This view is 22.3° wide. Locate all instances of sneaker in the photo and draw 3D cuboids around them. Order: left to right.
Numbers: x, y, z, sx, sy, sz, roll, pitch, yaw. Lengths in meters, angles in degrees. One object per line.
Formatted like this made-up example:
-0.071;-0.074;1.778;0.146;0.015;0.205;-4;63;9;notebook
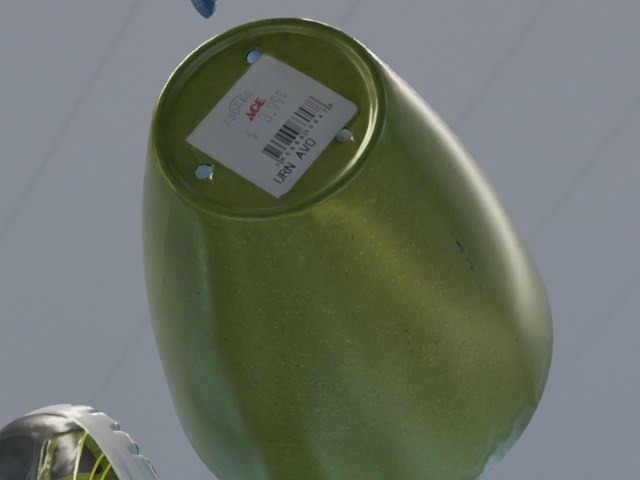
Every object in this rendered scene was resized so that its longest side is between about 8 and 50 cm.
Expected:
-0.047;0.058;0.312;0.035;0.083;0.031;-16;-60;-35;sneaker

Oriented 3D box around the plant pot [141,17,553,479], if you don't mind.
0.000;0.000;1.021;0.275;0.274;0.293;-26;-31;-4;plant pot

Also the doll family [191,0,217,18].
-0.005;-0.236;0.937;0.163;0.263;0.118;-34;-81;-18;doll family
